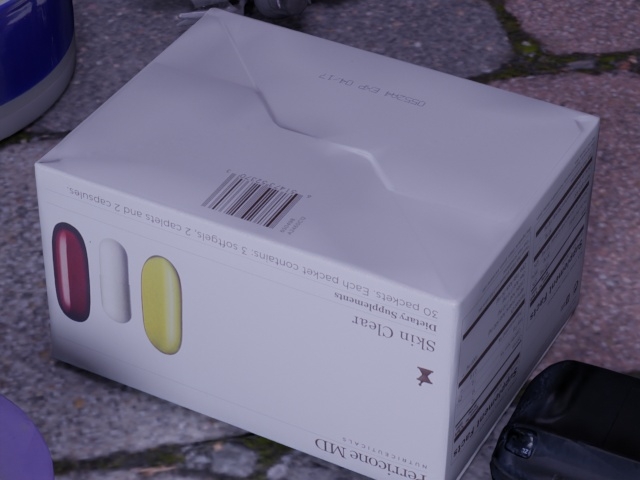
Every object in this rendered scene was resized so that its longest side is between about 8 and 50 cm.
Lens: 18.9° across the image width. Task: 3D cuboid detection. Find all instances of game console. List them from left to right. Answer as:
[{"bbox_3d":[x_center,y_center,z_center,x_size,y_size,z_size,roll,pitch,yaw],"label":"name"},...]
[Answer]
[{"bbox_3d":[0.275,0.140,1.028,0.361,0.044,0.213,17,39,20],"label":"game console"}]

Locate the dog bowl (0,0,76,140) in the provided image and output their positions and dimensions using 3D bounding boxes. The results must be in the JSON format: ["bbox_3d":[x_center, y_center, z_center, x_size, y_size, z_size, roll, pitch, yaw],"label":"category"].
[{"bbox_3d":[-0.309,-0.167,1.371,0.264,0.104,0.265,1,37,0],"label":"dog bowl"}]

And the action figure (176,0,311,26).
[{"bbox_3d":[-0.075,-0.258,1.501,0.185,0.099,0.285,-10,42,-27],"label":"action figure"}]

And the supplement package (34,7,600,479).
[{"bbox_3d":[0.000,0.000,1.122,0.261,0.145,0.204,18,40,22],"label":"supplement package"}]

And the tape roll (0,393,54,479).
[{"bbox_3d":[-0.226,0.155,0.973,0.189,0.080,0.189,1,37,-1],"label":"tape roll"}]
